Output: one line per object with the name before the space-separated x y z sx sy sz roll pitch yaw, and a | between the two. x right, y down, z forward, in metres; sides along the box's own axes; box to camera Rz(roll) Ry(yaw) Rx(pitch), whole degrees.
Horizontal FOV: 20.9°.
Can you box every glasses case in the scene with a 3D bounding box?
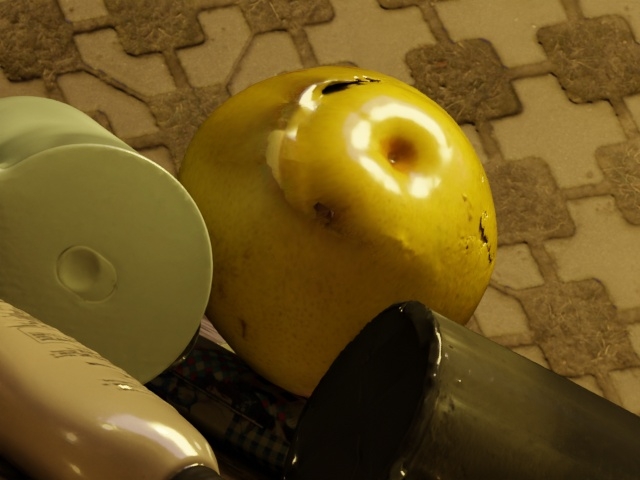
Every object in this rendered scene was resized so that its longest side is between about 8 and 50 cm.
glasses case | -0.089 0.142 1.593 0.327 0.076 0.125 28 -3 24

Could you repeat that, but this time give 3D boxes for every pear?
pear | -0.001 0.008 1.466 0.285 0.336 0.285 18 36 -14

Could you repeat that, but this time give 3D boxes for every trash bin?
trash bin | 0.142 0.192 1.316 0.301 0.203 0.252 28 19 -22

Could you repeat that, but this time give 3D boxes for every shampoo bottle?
shampoo bottle | -0.136 0.100 0.956 0.257 0.078 0.127 24 -9 43

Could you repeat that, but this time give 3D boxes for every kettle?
kettle | -0.229 -0.026 1.392 0.318 0.205 0.265 -146 -144 -70

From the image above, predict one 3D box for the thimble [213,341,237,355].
thimble | -0.081 0.146 1.791 0.110 0.084 0.062 31 -1 0
